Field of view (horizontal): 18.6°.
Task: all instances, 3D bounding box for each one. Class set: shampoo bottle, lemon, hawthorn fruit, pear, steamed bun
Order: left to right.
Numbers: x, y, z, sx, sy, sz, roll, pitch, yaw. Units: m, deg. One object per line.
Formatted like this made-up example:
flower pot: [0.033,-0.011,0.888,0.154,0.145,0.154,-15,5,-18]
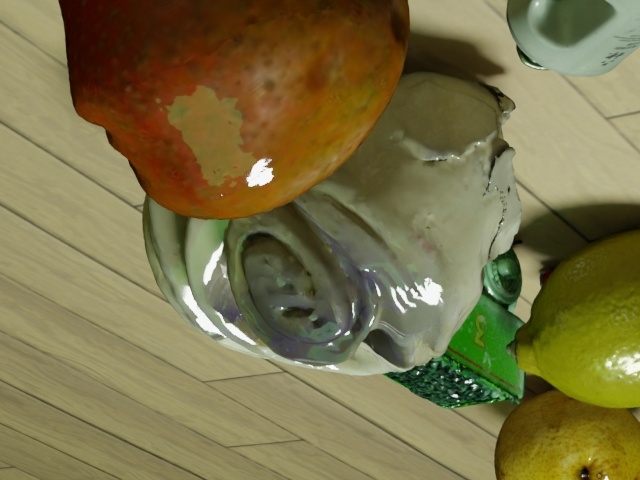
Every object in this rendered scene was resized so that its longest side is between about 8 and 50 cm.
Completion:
hawthorn fruit: [-0.044,-0.169,1.494,0.298,0.277,0.277,-33,142,19]
steamed bun: [0.000,0.000,1.787,0.394,0.237,0.346,-29,122,37]
pear: [0.325,0.285,2.496,0.208,0.209,0.209,6,157,3]
shampoo bottle: [0.222,-0.193,1.555,0.118,0.087,0.234,12,157,-20]
lemon: [0.317,0.086,2.035,0.248,0.184,0.184,-25,152,3]

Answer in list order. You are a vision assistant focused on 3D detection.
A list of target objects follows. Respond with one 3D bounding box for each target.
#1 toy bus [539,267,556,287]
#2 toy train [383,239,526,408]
toy bus: [0.319,0.090,2.202,0.089,0.081,0.195,-18,147,28]
toy train: [0.124,0.067,2.063,0.132,0.188,0.243,-12,150,35]
